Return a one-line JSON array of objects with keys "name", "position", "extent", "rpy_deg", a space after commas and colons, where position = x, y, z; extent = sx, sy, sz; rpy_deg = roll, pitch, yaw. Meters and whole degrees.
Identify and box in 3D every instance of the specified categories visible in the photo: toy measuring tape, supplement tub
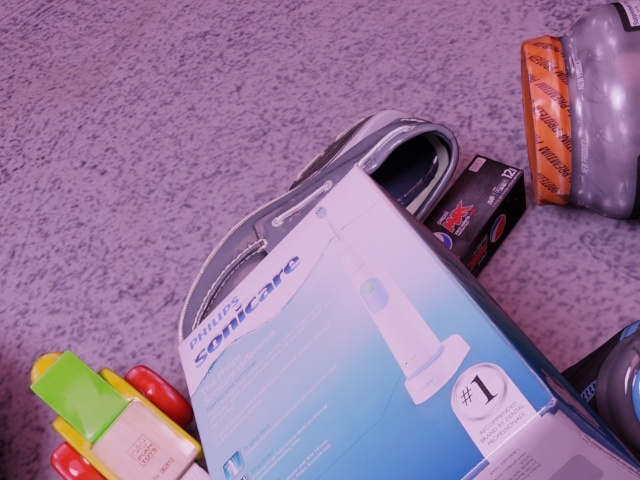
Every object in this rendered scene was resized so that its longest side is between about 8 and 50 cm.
[{"name": "toy measuring tape", "position": [-0.115, 0.197, 0.642], "extent": [0.330, 0.121, 0.121], "rpy_deg": [33, 67, 22]}, {"name": "supplement tub", "position": [0.342, -0.121, 0.689], "extent": [0.316, 0.193, 0.193], "rpy_deg": [-6, 51, 13]}]

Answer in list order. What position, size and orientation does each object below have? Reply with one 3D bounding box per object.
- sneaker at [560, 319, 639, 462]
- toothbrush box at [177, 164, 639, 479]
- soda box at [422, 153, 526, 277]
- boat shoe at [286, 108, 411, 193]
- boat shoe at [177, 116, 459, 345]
[{"name": "sneaker", "position": [0.319, 0.069, 0.586], "extent": [0.341, 0.140, 0.125], "rpy_deg": [-13, 80, -20]}, {"name": "toothbrush box", "position": [0.036, 0.112, 0.548], "extent": [0.216, 0.126, 0.295], "rpy_deg": [-46, 34, 8]}, {"name": "soda box", "position": [0.128, 0.001, 0.743], "extent": [0.053, 0.060, 0.169], "rpy_deg": [26, 63, 32]}, {"name": "boat shoe", "position": [0.011, -0.047, 0.815], "extent": [0.219, 0.078, 0.070], "rpy_deg": [-45, 21, -11]}, {"name": "boat shoe", "position": [0.000, 0.000, 0.719], "extent": [0.319, 0.099, 0.116], "rpy_deg": [-41, 98, -10]}]
